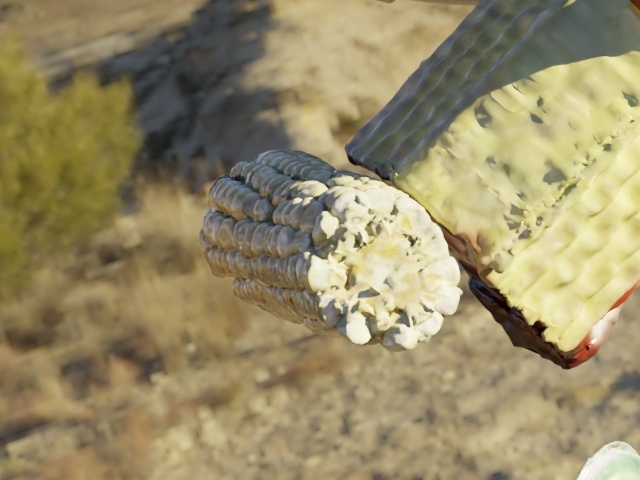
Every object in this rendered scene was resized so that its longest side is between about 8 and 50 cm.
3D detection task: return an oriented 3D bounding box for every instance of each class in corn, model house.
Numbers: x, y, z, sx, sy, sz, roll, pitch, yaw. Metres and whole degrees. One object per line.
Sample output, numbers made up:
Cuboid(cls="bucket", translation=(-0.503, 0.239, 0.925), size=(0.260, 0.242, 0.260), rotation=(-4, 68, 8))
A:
Cuboid(cls="corn", translation=(0.000, 0.000, 0.866), size=(0.087, 0.087, 0.211), rotation=(-20, 9, -14))
Cuboid(cls="model house", translation=(0.127, -0.058, 0.907), size=(0.196, 0.160, 0.254), rotation=(-45, -14, 0))

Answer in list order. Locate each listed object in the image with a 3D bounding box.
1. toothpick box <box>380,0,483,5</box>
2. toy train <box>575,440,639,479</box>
Cuboid(cls="toothpick box", translation=(0.104, -0.415, 1.709), size=(0.425, 0.409, 0.409), rotation=(9, 21, 29))
Cuboid(cls="toy train", translation=(0.193, 0.258, 0.934), size=(0.173, 0.249, 0.307), rotation=(10, 51, 32))
